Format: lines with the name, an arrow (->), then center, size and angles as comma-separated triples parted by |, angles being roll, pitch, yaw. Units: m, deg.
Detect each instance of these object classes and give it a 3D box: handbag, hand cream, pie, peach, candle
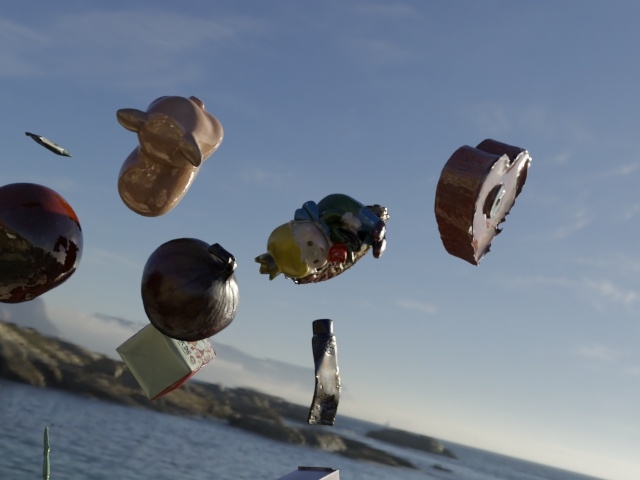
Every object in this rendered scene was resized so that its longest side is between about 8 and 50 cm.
handbag -> -0.365, 0.275, 2.159 | 0.171, 0.151, 0.298 | 55, 13, 4
hand cream -> 0.005, 0.204, 1.327 | 0.039, 0.163, 0.062 | -13, -20, 36
pie -> 0.035, 0.011, 2.162 | 0.085, 0.308, 0.308 | 57, 3, 19
peach -> -0.616, 0.009, 1.735 | 0.253, 0.252, 0.252 | 13, -11, 3
candle -> 0.352, -0.090, 1.942 | 0.131, 0.287, 0.317 | 22, 26, 28

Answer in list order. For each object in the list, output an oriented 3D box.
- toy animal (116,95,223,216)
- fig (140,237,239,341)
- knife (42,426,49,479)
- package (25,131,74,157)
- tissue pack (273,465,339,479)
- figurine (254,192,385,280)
toy animal -> -0.388, -0.214, 2.132 | 0.237, 0.326, 0.269 | 31, -4, 4
fig -> -0.279, 0.109, 1.868 | 0.215, 0.235, 0.235 | 1, -14, 14
knife -> -0.605, 0.469, 1.882 | 0.014, 0.030, 0.207 | 12, 14, -22
package -> -0.516, -0.181, 1.630 | 0.037, 0.015, 0.110 | 21, -8, 27
tissue pack -> -0.057, 0.502, 1.519 | 0.093, 0.148, 0.246 | -4, -3, 30
figurine -> 0.002, 0.013, 1.663 | 0.185, 0.234, 0.127 | 36, -39, 26
